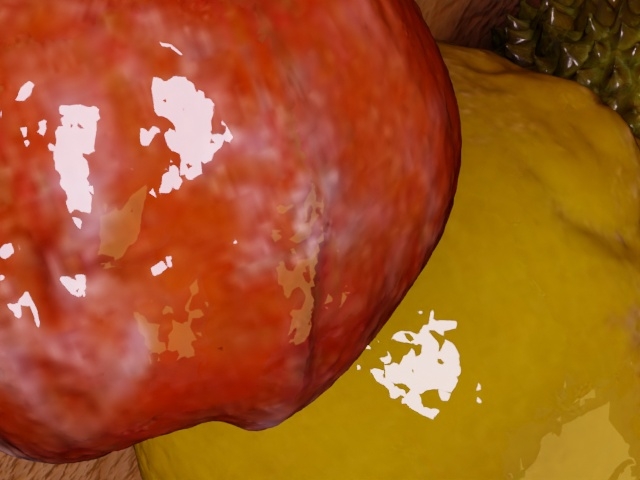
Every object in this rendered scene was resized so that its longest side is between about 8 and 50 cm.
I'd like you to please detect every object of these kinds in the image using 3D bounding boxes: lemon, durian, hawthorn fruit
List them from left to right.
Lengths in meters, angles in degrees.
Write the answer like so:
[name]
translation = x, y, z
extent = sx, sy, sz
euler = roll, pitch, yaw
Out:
[hawthorn fruit]
translation = -0.077, -0.063, 0.677
extent = 0.242, 0.242, 0.272
euler = -37, 128, -41
[lemon]
translation = 0.051, 0.061, 1.016
extent = 0.348, 0.348, 0.348
euler = -46, 162, -20
[durian]
translation = 0.201, -0.049, 1.303
extent = 0.224, 0.291, 0.291
euler = -8, 138, -34
